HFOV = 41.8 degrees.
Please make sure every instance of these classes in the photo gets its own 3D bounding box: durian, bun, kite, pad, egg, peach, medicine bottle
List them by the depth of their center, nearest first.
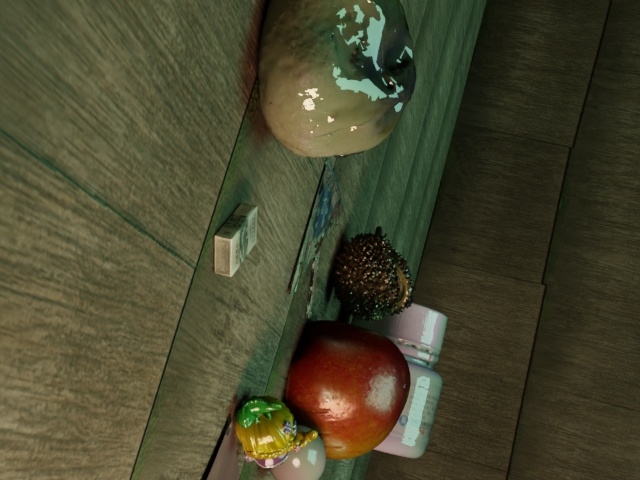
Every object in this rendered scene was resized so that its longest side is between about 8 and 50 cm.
[{"bbox_3d":[0.030,-0.226,1.011,0.273,0.168,0.273,10,90,-71],"label":"bun"},{"bbox_3d":[-0.143,0.350,1.205,0.188,0.006,0.113,91,16,-50],"label":"pad"},{"bbox_3d":[-0.042,0.375,1.455,0.135,0.103,0.103,87,20,-50],"label":"egg"},{"bbox_3d":[0.000,0.000,1.470,0.335,0.011,0.315,-54,154,-60],"label":"kite"},{"bbox_3d":[0.046,0.265,1.574,0.275,0.245,0.249,69,4,-49],"label":"peach"},{"bbox_3d":[0.111,0.066,1.697,0.196,0.166,0.196,3,90,-79],"label":"durian"},{"bbox_3d":[0.148,0.302,1.876,0.256,0.256,0.325,51,54,-75],"label":"medicine bottle"}]

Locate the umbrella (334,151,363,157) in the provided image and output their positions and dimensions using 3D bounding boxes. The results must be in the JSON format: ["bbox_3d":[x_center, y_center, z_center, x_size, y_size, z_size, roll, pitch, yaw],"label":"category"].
[{"bbox_3d":[0.059,-0.296,1.236,0.143,0.094,0.349,69,34,-76],"label":"umbrella"}]

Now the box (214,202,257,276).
[{"bbox_3d":[-0.099,-0.002,0.989,0.083,0.024,0.054,-59,160,-55],"label":"box"}]

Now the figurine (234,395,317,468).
[{"bbox_3d":[-0.065,0.271,1.224,0.156,0.114,0.095,81,-3,-47],"label":"figurine"}]
